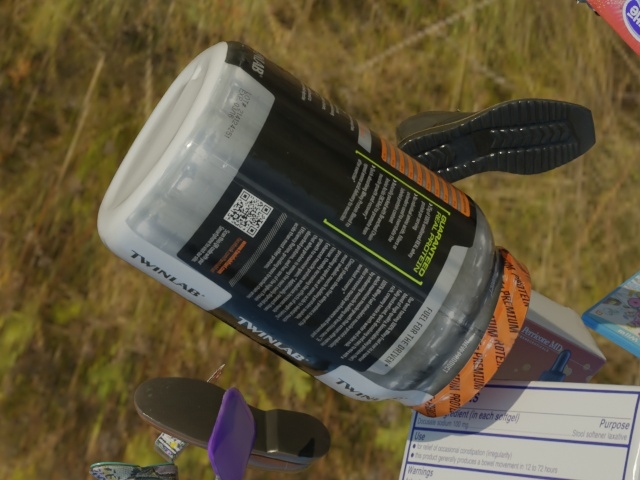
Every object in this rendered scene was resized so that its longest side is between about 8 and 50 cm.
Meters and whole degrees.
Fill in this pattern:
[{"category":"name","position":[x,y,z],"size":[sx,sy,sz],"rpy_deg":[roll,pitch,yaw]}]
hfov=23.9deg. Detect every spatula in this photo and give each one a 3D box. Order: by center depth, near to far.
[{"category":"spatula","position":[-0.078,0.256,1.356],"size":[0.030,0.296,0.084],"rpy_deg":[-14,131,8]}]

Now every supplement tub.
[{"category":"supplement tub","position":[0.000,0.000,1.201],"size":[0.316,0.193,0.193],"rpy_deg":[33,136,-16]}]

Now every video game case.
[{"category":"video game case","position":[0.413,0.091,1.862],"size":[0.119,0.166,0.015],"rpy_deg":[33,131,27]}]

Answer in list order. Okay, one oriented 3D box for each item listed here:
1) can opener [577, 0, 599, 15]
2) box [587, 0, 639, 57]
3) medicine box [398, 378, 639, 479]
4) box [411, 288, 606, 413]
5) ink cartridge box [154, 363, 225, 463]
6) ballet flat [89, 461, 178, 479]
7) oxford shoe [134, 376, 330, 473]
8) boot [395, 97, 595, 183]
[{"category":"can opener","position":[0.322,-0.290,1.653],"size":[0.059,0.073,0.186],"rpy_deg":[34,178,-5]},{"category":"box","position":[0.361,-0.223,1.435],"size":[0.123,0.257,0.128],"rpy_deg":[2,134,-49]},{"category":"medicine box","position":[0.191,0.266,1.239],"size":[0.149,0.289,0.263],"rpy_deg":[23,164,-36]},{"category":"box","position":[0.191,0.138,1.603],"size":[0.130,0.091,0.170],"rpy_deg":[27,113,-30]},{"category":"ink cartridge box","position":[-0.135,0.191,1.662],"size":[0.029,0.115,0.063],"rpy_deg":[41,164,4]},{"category":"ballet flat","position":[-0.195,0.256,1.614],"size":[0.041,0.041,0.114],"rpy_deg":[-28,155,38]},{"category":"oxford shoe","position":[-0.101,0.205,1.589],"size":[0.212,0.076,0.076],"rpy_deg":[20,137,-14]},{"category":"boot","position":[0.166,-0.113,1.515],"size":[0.198,0.137,0.077],"rpy_deg":[-8,108,2]}]
